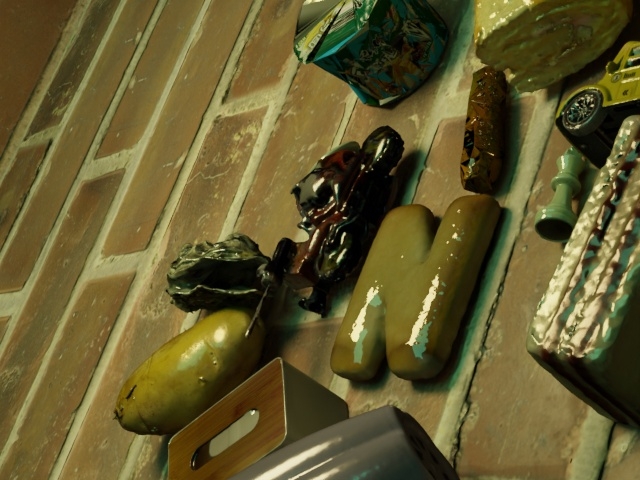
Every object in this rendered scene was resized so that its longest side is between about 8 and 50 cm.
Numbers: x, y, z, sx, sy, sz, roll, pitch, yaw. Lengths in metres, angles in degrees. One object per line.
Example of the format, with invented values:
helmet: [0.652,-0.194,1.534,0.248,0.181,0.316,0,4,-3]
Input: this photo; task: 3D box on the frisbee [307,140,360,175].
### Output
frisbee: [0.023,-0.124,2.238,0.110,0.110,0.014,-44,72,19]

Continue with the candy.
candy: [0.369,0.037,1.505,0.135,0.179,0.320,11,70,55]

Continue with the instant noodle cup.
instant noodle cup: [0.092,-0.351,2.267,0.240,0.178,0.240,-35,36,31]

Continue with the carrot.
carrot: [0.242,-0.169,1.996,0.069,0.069,0.228,-27,39,39]

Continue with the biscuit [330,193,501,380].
biscuit: [0.130,0.066,1.928,0.237,0.062,0.290,-5,55,54]

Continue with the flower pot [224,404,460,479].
flower pot: [0.048,0.340,1.628,0.243,0.265,0.265,-34,34,7]

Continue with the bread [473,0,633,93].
bread: [0.347,-0.418,1.987,0.237,0.165,0.375,-33,36,36]

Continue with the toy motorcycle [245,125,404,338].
toy motorcycle: [0.000,0.000,2.104,0.207,0.134,0.401,-13,49,50]

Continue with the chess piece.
chess piece: [0.328,-0.070,1.794,0.059,0.059,0.149,-19,40,45]

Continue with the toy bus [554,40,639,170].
toy bus: [0.454,-0.173,1.626,0.331,0.145,0.151,-8,53,49]

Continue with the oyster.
oyster: [-0.180,0.055,2.258,0.158,0.162,0.351,-62,20,-5]

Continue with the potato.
potato: [-0.209,0.222,2.174,0.300,0.140,0.173,-38,22,19]

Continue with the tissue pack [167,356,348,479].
tissue pack: [-0.088,0.312,1.922,0.246,0.136,0.159,-39,34,25]
